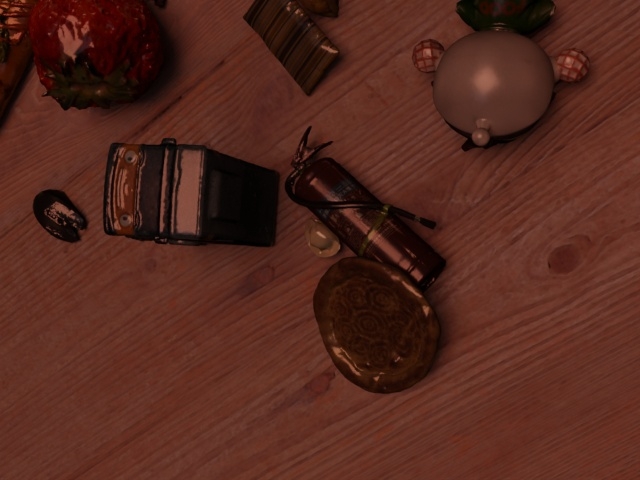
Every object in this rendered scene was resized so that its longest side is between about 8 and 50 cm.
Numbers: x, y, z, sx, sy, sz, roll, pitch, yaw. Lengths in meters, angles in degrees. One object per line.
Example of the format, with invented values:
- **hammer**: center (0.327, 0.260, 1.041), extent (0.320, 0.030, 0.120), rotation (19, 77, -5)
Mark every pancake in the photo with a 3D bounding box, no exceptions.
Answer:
- **pancake**: center (0.086, 0.139, 1.457), extent (0.250, 0.031, 0.250), rotation (17, 119, 33)

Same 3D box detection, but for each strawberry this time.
- **strawberry**: center (-0.411, -0.387, 1.621), extent (0.257, 0.257, 0.277), rotation (-13, 69, 20)

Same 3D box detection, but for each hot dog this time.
- **hot dog**: center (-0.677, -0.380, 1.781), extent (0.158, 0.117, 0.349), rotation (34, 99, 19)

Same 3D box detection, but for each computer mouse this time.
- **computer mouse**: center (-0.525, -0.051, 1.742), extent (0.135, 0.047, 0.079), rotation (38, 101, 17)

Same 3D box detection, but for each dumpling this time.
- **dumpling**: center (0.000, -0.001, 1.538), extent (0.077, 0.043, 0.059), rotation (30, 115, 4)

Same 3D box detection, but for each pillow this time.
- **pillow**: center (-0.053, -0.369, 1.568), extent (0.203, 0.038, 0.113), rotation (53, 129, 14)

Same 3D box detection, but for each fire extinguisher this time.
- **fire extinguisher**: center (0.066, -0.053, 1.484), extent (0.141, 0.105, 0.341), rotation (-44, 73, -4)

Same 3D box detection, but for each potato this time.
- **potato**: center (-0.014, -0.443, 1.534), extent (0.066, 0.103, 0.096), rotation (-9, 82, 18)

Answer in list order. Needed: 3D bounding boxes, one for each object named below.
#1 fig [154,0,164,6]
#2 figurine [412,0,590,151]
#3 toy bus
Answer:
- **fig**: center (-0.345, -0.546, 1.659), extent (0.132, 0.126, 0.185), rotation (-25, 74, 5)
- **figurine**: center (0.282, -0.312, 1.382), extent (0.281, 0.167, 0.370), rotation (8, 81, 17)
- **toy bus**: center (-0.207, -0.069, 1.472), extent (0.194, 0.323, 0.162), rotation (4, 88, 19)
